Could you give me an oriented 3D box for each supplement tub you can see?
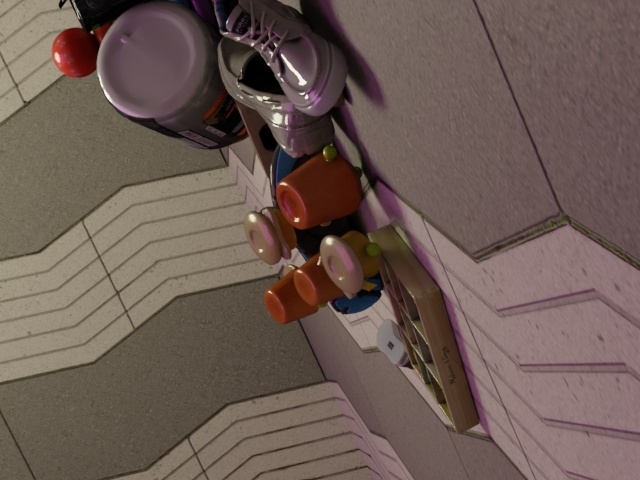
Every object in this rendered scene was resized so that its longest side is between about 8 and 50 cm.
[{"bbox_3d":[-0.222,-0.272,2.047,0.207,0.207,0.338,63,-167,12],"label":"supplement tub"}]

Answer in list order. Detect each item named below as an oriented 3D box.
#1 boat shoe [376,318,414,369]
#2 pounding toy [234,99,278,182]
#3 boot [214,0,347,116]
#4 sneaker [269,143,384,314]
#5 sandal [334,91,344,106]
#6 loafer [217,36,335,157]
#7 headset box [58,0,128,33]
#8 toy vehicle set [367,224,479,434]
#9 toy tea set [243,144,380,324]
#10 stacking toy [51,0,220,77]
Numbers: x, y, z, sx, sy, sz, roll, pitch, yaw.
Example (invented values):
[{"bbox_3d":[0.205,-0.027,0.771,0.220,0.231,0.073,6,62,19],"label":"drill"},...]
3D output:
[{"bbox_3d":[0.127,0.172,1.932,0.040,0.049,0.142,26,-167,-19],"label":"boat shoe"},{"bbox_3d":[-0.056,-0.149,1.912,0.181,0.094,0.206,-116,4,-62],"label":"pounding toy"},{"bbox_3d":[-0.061,-0.239,1.455,0.123,0.095,0.258,22,-163,-28],"label":"boot"},{"bbox_3d":[-0.010,-0.036,1.877,0.139,0.125,0.340,55,168,54],"label":"sneaker"},{"bbox_3d":[-0.020,-0.228,1.575,0.180,0.049,0.072,57,170,48],"label":"sandal"},{"bbox_3d":[-0.071,-0.238,1.720,0.319,0.112,0.111,49,159,48],"label":"loafer"},{"bbox_3d":[-0.305,-0.454,1.944,0.131,0.283,0.246,66,172,-8],"label":"headset box"},{"bbox_3d":[0.144,0.125,1.654,0.166,0.035,0.266,56,169,53],"label":"toy vehicle set"},{"bbox_3d":[0.000,0.000,1.710,0.200,0.124,0.336,59,152,4],"label":"toy tea set"},{"bbox_3d":[-0.325,-0.383,2.149,0.141,0.330,0.141,63,174,13],"label":"stacking toy"}]
